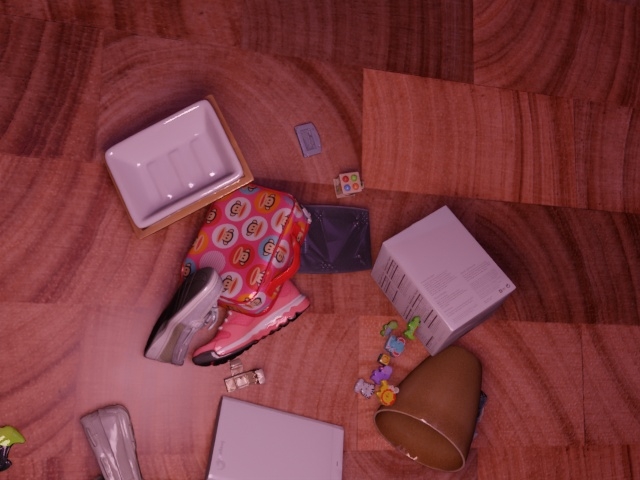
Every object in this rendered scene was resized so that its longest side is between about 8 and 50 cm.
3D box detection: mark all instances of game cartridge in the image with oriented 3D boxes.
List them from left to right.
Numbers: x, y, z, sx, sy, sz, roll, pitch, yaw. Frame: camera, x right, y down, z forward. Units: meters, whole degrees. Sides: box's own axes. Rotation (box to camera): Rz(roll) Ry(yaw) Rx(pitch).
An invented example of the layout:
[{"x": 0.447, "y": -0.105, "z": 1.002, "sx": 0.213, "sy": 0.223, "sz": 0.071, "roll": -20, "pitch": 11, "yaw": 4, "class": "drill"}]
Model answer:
[{"x": -0.030, "y": -0.258, "z": 1.746, "sx": 0.056, "sy": 0.017, "sz": 0.083, "roll": -17, "pitch": 87, "yaw": -15, "class": "game cartridge"}]

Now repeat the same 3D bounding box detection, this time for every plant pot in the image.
[{"x": 0.290, "y": 0.389, "z": 1.660, "sx": 0.237, "sy": 0.237, "sz": 0.254, "roll": 42, "pitch": 57, "yaw": -8, "class": "plant pot"}]

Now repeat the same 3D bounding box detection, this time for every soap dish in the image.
[{"x": -0.319, "y": -0.162, "z": 1.536, "sx": 0.291, "sy": 0.118, "sz": 0.228, "roll": -28, "pitch": 79, "yaw": 3, "class": "soap dish"}]

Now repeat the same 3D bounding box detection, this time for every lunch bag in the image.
[{"x": -0.156, "y": 0.018, "z": 1.547, "sx": 0.258, "sy": 0.120, "sz": 0.293, "roll": 15, "pitch": 71, "yaw": 29, "class": "lunch bag"}]

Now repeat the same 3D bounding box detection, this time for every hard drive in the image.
[{"x": -0.097, "y": 0.489, "z": 1.556, "sx": 0.308, "sy": 0.040, "sz": 0.203, "roll": 19, "pitch": 45, "yaw": -14, "class": "hard drive"}, {"x": 0.000, "y": 0.000, "z": 1.695, "sx": 0.255, "sy": 0.054, "sz": 0.171, "roll": 0, "pitch": 82, "yaw": -18, "class": "hard drive"}]

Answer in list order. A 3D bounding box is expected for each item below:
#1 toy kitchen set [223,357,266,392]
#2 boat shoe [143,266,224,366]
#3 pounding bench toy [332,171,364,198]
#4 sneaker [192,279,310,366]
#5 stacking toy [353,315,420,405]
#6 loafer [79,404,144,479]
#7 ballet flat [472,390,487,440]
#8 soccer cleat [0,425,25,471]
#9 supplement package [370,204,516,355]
[{"x": -0.182, "y": 0.311, "z": 1.585, "sx": 0.083, "sy": 0.075, "sz": 0.068, "roll": -17, "pitch": 86, "yaw": -18, "class": "toy kitchen set"}, {"x": -0.282, "y": 0.172, "z": 1.471, "sx": 0.103, "sy": 0.320, "sz": 0.118, "roll": 28, "pitch": 38, "yaw": -18, "class": "boat shoe"}, {"x": 0.084, "y": -0.145, "z": 1.737, "sx": 0.083, "sy": 0.065, "sz": 0.052, "roll": -10, "pitch": 85, "yaw": -18, "class": "pounding bench toy"}, {"x": -0.181, "y": 0.183, "z": 1.600, "sx": 0.314, "sy": 0.116, "sz": 0.136, "roll": -30, "pitch": 80, "yaw": -26, "class": "sneaker"}, {"x": 0.168, "y": 0.290, "z": 1.647, "sx": 0.052, "sy": 0.167, "sz": 0.221, "roll": 30, "pitch": 74, "yaw": -11, "class": "stacking toy"}, {"x": -0.440, "y": 0.519, "z": 1.464, "sx": 0.112, "sy": 0.112, "sz": 0.319, "roll": -13, "pitch": 78, "yaw": -13, "class": "loafer"}, {"x": 0.386, "y": 0.470, "z": 1.745, "sx": 0.070, "sy": 0.070, "sz": 0.188, "roll": 24, "pitch": 79, "yaw": -12, "class": "ballet flat"}, {"x": -0.694, "y": 0.472, "z": 1.414, "sx": 0.072, "sy": 0.060, "sz": 0.179, "roll": 39, "pitch": 70, "yaw": -10, "class": "soccer cleat"}, {"x": 0.289, "y": 0.099, "z": 1.654, "sx": 0.199, "sy": 0.198, "sz": 0.262, "roll": -30, "pitch": 70, "yaw": -19, "class": "supplement package"}]
